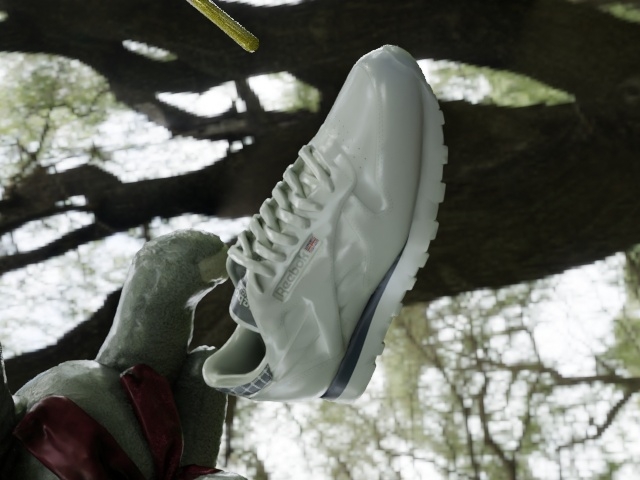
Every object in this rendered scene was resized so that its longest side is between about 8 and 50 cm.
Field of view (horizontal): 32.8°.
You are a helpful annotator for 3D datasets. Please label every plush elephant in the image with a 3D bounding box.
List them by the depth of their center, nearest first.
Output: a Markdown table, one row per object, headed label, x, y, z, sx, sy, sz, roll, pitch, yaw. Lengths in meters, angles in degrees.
| label | x | y | z | sx | sy | sz | roll | pitch | yaw |
| --- | --- | --- | --- | --- | --- | --- | --- | --- | --- |
| plush elephant | -0.132 | 0.199 | 0.772 | 0.272 | 0.255 | 0.330 | -16 | -51 | -46 |

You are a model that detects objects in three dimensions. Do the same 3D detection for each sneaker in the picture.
| label | x | y | z | sx | sy | sz | roll | pitch | yaw |
| --- | --- | --- | --- | --- | --- | --- | --- | --- | --- |
| sneaker | 0.000 | 0.000 | 0.620 | 0.090 | 0.094 | 0.235 | -117 | 37 | -56 |

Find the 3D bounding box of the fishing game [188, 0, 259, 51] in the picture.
| label | x | y | z | sx | sy | sz | roll | pitch | yaw |
| --- | --- | --- | --- | --- | --- | --- | --- | --- | --- |
| fishing game | 0.022 | -0.209 | 0.545 | 0.264 | 0.189 | 0.041 | -49 | -29 | -6 |
